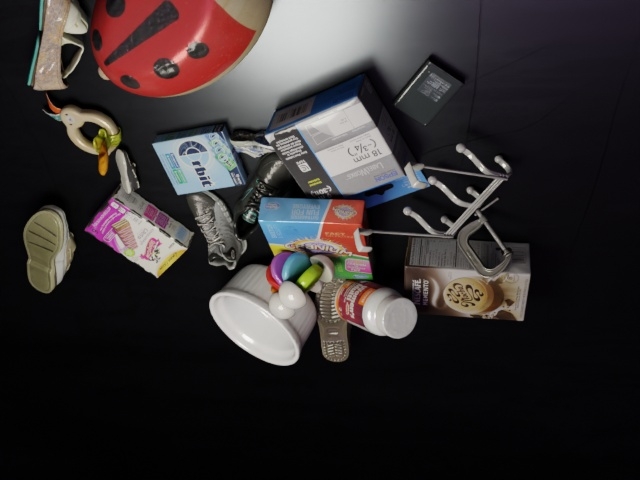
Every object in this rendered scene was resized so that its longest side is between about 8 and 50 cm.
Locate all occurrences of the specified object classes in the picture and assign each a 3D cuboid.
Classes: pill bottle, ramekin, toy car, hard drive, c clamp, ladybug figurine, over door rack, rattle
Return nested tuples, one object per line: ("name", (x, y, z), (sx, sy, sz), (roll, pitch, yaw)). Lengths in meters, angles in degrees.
("pill bottle", (0.137, 0.169, 1.972), (0.121, 0.121, 0.221), (46, 165, -26))
("ramekin", (-0.143, 0.190, 2.085), (0.277, 0.135, 0.277), (24, 146, 18))
("toy car", (-0.066, 0.090, 1.903), (0.136, 0.159, 0.182), (47, 150, 3))
("hard drive", (0.229, -0.315, 1.686), (0.094, 0.022, 0.135), (30, 130, -14))
("c clamp", (0.393, 0.001, 1.843), (0.137, 0.160, 0.022), (-32, 163, 19))
("ladybug figurine", (-0.295, -0.441, 1.559), (0.449, 0.162, 0.305), (-34, 103, 28))
("over door rack", (0.240, -0.099, 1.740), (0.324, 0.108, 0.239), (-7, 147, -39))
("rattle", (-0.579, -0.246, 1.849), (0.200, 0.142, 0.130), (33, 148, -25))

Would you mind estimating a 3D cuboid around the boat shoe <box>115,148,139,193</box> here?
("boat shoe", (-0.474, -0.174, 1.952), (0.046, 0.038, 0.125), (34, 140, 41))

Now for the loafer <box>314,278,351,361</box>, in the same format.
("loafer", (0.038, 0.198, 2.140), (0.102, 0.092, 0.268), (3, 115, 5))

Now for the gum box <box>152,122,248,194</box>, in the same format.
("gum box", (-0.286, -0.193, 1.892), (0.184, 0.041, 0.157), (-7, 129, 17))

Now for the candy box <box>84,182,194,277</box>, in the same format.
("candy box", (-0.472, -0.023, 2.063), (0.233, 0.071, 0.159), (35, 128, -19))

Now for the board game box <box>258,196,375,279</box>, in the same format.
("board game box", (0.000, 0.000, 1.908), (0.242, 0.064, 0.316), (2, 155, 11))

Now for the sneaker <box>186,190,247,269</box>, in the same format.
("sneaker", (-0.267, -0.017, 1.981), (0.086, 0.132, 0.228), (-20, 124, 27))

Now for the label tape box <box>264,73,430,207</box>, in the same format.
("label tape box", (0.069, -0.178, 1.786), (0.241, 0.106, 0.333), (-19, 124, 27))

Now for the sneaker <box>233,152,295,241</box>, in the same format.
("sneaker", (-0.137, -0.101, 1.900), (0.101, 0.106, 0.267), (26, 130, -9))

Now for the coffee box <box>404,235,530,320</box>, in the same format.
("coffee box", (0.359, 0.095, 1.955), (0.297, 0.119, 0.168), (3, 132, 9))

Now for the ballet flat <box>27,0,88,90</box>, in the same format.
("ballet flat", (-0.560, -0.451, 1.699), (0.106, 0.107, 0.316), (8, 141, -22))

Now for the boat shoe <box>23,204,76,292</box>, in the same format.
("boat shoe", (-0.722, 0.007, 2.121), (0.113, 0.103, 0.302), (30, 133, 3))

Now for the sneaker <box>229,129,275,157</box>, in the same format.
("sneaker", (-0.142, -0.222, 1.837), (0.135, 0.052, 0.058), (9, 142, 14))
